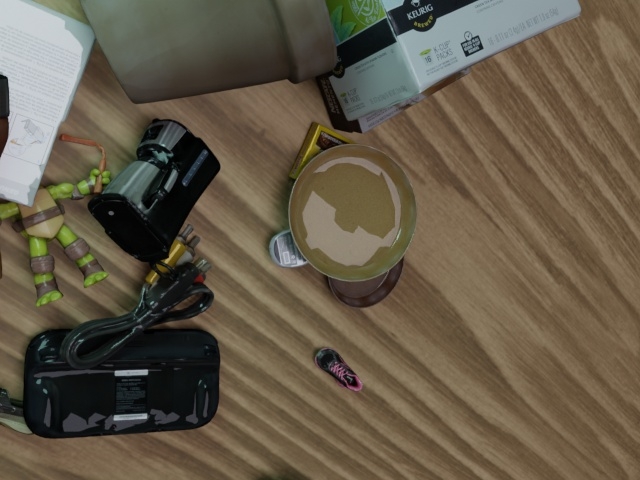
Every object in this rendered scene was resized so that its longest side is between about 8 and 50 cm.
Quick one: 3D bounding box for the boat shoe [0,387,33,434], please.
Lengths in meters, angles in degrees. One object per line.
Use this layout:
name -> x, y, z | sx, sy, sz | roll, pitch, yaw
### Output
boat shoe -> -0.486, 0.245, 1.194 | 0.152, 0.056, 0.049 | 38, 79, -43

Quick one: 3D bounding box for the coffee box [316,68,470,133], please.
coffee box -> 0.121, -0.301, 1.358 | 0.246, 0.098, 0.141 | -31, 117, -20

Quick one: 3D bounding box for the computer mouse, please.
computer mouse -> 0.000, 0.000, 1.399 | 0.193, 0.042, 0.106 | -10, 95, -14

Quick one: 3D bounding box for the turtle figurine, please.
turtle figurine -> -0.408, -0.020, 1.131 | 0.269, 0.087, 0.217 | -25, 96, -35

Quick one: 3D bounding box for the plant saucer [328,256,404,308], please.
plant saucer -> 0.081, 0.043, 1.480 | 0.168, 0.029, 0.168 | -9, 108, -27

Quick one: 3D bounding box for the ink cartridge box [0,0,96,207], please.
ink cartridge box -> -0.479, -0.214, 1.034 | 0.296, 0.066, 0.261 | 20, 94, -28

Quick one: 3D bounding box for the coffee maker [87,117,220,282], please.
coffee maker -> -0.235, -0.064, 1.182 | 0.171, 0.120, 0.178 | 76, 32, -45

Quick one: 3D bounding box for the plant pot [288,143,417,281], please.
plant pot -> 0.054, -0.047, 1.371 | 0.236, 0.032, 0.236 | 0, 91, -18

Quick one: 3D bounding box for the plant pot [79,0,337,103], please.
plant pot -> -0.169, -0.330, 1.085 | 0.280, 0.323, 0.323 | -24, 117, -3

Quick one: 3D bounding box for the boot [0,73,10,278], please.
boot -> -0.527, -0.079, 0.979 | 0.264, 0.096, 0.280 | 0, 110, -32

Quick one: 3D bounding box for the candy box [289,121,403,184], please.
candy box -> 0.050, -0.121, 1.414 | 0.206, 0.027, 0.105 | 22, 96, -33

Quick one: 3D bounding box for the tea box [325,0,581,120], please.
tea box -> 0.150, -0.401, 1.178 | 0.329, 0.220, 0.323 | -30, 99, -24

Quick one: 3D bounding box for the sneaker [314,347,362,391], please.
sneaker -> 0.039, 0.247, 1.500 | 0.047, 0.057, 0.119 | -50, 121, -6

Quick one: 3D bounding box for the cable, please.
cable -> -0.278, 0.107, 1.253 | 0.287, 0.072, 0.139 | -40, 135, -21

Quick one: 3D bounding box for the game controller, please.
game controller -> -0.308, 0.226, 1.271 | 0.319, 0.067, 0.166 | 4, 90, -31
